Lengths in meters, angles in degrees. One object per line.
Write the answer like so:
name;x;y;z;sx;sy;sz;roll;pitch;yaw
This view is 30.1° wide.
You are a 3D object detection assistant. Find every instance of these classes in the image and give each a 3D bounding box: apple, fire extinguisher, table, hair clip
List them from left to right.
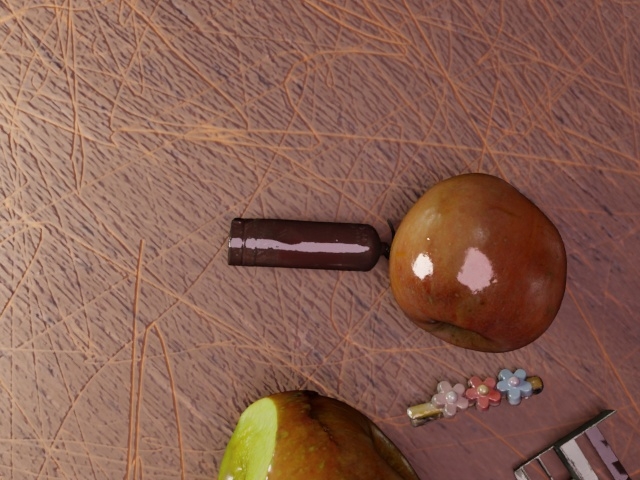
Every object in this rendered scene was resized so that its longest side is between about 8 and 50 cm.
apple;-0.017;0.411;1.631;0.374;0.374;0.384;-39;65;-3
fire extinguisher;0.000;0.000;1.733;0.267;0.072;0.089;3;51;-5
hair clip;0.230;0.230;1.767;0.213;0.056;0.062;-16;61;-4
apple;0.224;0.030;1.671;0.253;0.253;0.254;0;92;-5
table;0.401;0.359;1.772;0.175;0.062;0.146;-32;85;-5
